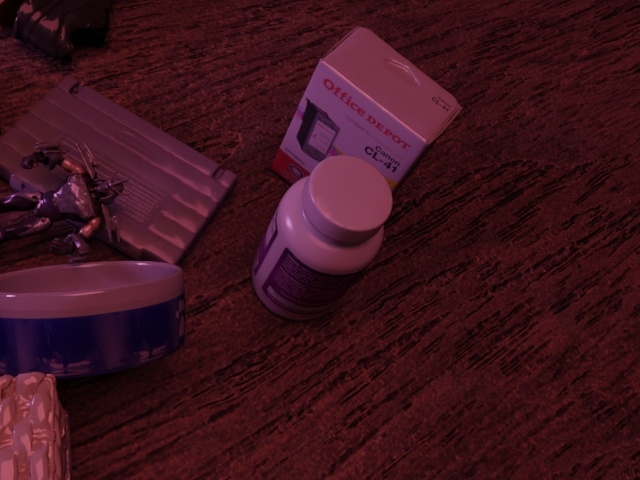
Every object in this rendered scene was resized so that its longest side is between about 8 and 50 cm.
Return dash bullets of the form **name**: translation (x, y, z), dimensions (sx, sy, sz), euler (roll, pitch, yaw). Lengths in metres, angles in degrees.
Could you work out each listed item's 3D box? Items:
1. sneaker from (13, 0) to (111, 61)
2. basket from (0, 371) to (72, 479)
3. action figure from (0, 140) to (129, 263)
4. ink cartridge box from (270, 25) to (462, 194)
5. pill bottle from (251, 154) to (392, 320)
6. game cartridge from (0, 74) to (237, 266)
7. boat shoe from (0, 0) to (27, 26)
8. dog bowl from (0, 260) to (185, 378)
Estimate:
- **sneaker**: translation (-0.446, -0.445, 1.222), dimensions (0.130, 0.109, 0.286), euler (37, 64, -10)
- **basket**: translation (-0.447, 0.338, 0.698), dimensions (0.328, 0.266, 0.332), euler (0, 65, -21)
- **action figure**: translation (-0.425, -0.044, 0.964), dimensions (0.284, 0.099, 0.185), euler (-19, 81, -6)
- **ink cartridge box**: translation (0.066, -0.179, 1.129), dimensions (0.226, 0.306, 0.131), euler (38, 57, 3)
- **pill bottle**: translation (0.000, 0.000, 1.012), dimensions (0.169, 0.301, 0.169), euler (8, 61, -15)
- **game cartridge**: translation (-0.350, -0.112, 1.093), dimensions (0.355, 0.068, 0.230), euler (31, 62, -2)
- **boat shoe**: translation (-0.550, -0.478, 1.208), dimensions (0.073, 0.080, 0.224), euler (30, 52, 4)
- **dog bowl**: translation (-0.317, 0.097, 0.866), dimensions (0.264, 0.265, 0.104), euler (-4, 97, -22)
